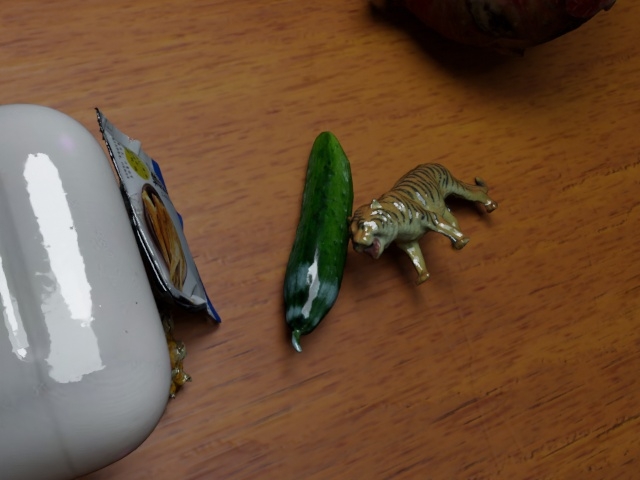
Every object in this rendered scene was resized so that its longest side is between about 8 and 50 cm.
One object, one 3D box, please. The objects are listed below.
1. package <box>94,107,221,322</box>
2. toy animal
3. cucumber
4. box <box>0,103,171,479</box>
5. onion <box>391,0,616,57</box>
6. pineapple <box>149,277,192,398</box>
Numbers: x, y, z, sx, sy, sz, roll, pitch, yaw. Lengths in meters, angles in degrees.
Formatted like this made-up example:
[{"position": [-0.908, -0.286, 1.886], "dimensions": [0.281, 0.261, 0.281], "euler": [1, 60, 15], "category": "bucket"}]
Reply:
[{"position": [-0.138, -0.015, 0.899], "dimensions": [0.027, 0.173, 0.171], "euler": [-26, 76, 5], "category": "package"}, {"position": [0.109, -0.031, 1.058], "dimensions": [0.099, 0.057, 0.241], "euler": [48, 39, 0], "category": "toy animal"}, {"position": [0.000, 0.000, 1.011], "dimensions": [0.056, 0.056, 0.250], "euler": [20, 59, -15], "category": "cucumber"}, {"position": [-0.299, 0.061, 0.756], "dimensions": [0.348, 0.141, 0.289], "euler": [-17, 72, -11], "category": "box"}, {"position": [0.198, -0.376, 1.133], "dimensions": [0.353, 0.353, 0.354], "euler": [10, 63, -20], "category": "onion"}, {"position": [-0.156, 0.077, 0.906], "dimensions": [0.114, 0.077, 0.114], "euler": [52, 36, -37], "category": "pineapple"}]
